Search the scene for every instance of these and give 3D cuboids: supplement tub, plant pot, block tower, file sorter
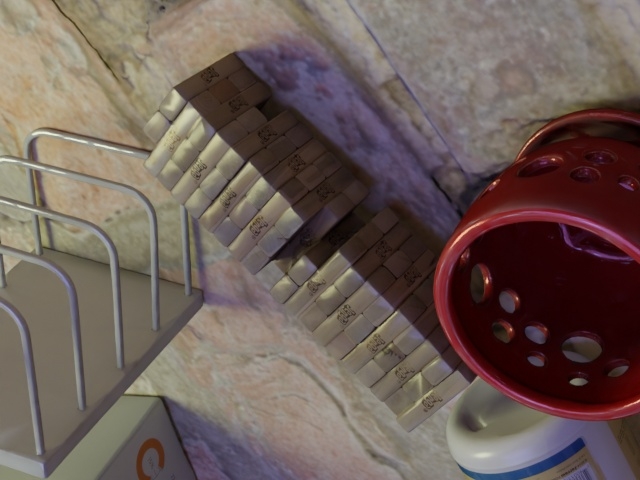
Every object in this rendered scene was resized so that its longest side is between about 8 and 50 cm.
[{"bbox_3d":[0.210,0.210,1.193,0.144,0.144,0.200,-15,114,36],"label":"supplement tub"},{"bbox_3d":[0.200,0.011,1.032,0.191,0.174,0.191,14,128,19],"label":"plant pot"},{"bbox_3d":[0.000,0.000,1.167,0.335,0.097,0.091,46,132,3],"label":"block tower"},{"bbox_3d":[-0.256,0.039,1.242,0.192,0.278,0.173,14,124,20],"label":"file sorter"}]

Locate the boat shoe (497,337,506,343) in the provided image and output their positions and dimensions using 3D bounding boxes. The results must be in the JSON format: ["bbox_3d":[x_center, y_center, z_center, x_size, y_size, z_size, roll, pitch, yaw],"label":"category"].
[{"bbox_3d":[0.128,0.088,1.222,0.100,0.035,0.035,10,119,32],"label":"boat shoe"}]

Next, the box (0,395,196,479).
[{"bbox_3d":[-0.280,0.345,1.426,0.168,0.345,0.215,1,123,29],"label":"box"}]
